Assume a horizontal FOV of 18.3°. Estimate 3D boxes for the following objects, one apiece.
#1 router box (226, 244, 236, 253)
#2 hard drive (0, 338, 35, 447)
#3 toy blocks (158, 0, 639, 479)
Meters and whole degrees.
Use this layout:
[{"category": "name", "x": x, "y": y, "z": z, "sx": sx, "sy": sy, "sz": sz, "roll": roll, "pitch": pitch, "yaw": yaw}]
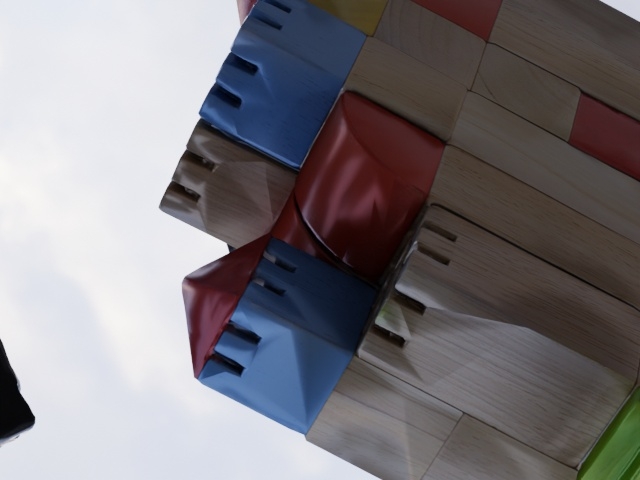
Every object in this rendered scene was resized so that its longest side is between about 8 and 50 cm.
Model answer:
[{"category": "router box", "x": 0.000, "y": 0.000, "z": 1.027, "sx": 0.038, "sy": 0.092, "sz": 0.122, "roll": -36, "pitch": -66, "yaw": -54}, {"category": "hard drive", "x": -0.289, "y": 0.044, "z": 0.946, "sx": 0.064, "sy": 0.339, "sz": 0.237, "roll": -23, "pitch": -96, "yaw": -47}, {"category": "toy blocks", "x": 0.056, "y": -0.022, "z": 0.868, "sx": 0.261, "sy": 0.190, "sz": 0.381, "roll": 27, "pitch": -146, "yaw": -3}]
